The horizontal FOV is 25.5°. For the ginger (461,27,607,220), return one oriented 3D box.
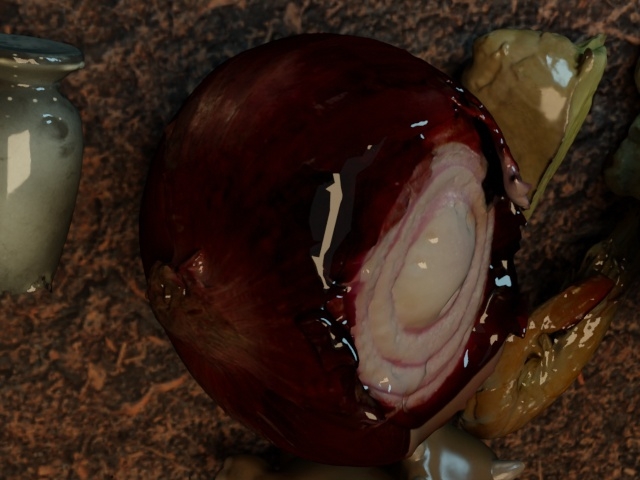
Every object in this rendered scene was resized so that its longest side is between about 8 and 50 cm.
[{"bbox_3d":[0.176,-0.102,1.275,0.122,0.115,0.193,16,112,-1],"label":"ginger"}]

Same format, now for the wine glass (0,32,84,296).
[{"bbox_3d":[-0.247,-0.062,1.130,0.111,0.111,0.204,3,104,-19],"label":"wine glass"}]

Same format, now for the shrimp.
[{"bbox_3d":[0.224,0.073,1.330,0.152,0.063,0.287,19,108,-54],"label":"shrimp"}]

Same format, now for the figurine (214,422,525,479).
[{"bbox_3d":[0.064,0.228,1.313,0.173,0.247,0.177,-62,148,-29],"label":"figurine"}]

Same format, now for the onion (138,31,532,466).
[{"bbox_3d":[0.005,-0.006,1.126,0.341,0.341,0.341,-6,111,-16],"label":"onion"}]

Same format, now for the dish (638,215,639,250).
[{"bbox_3d":[0.379,-0.037,1.276,0.324,0.124,0.324,-28,130,-38],"label":"dish"}]

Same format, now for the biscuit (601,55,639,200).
[{"bbox_3d":[0.345,-0.120,1.333,0.118,0.061,0.183,4,107,-21],"label":"biscuit"}]
